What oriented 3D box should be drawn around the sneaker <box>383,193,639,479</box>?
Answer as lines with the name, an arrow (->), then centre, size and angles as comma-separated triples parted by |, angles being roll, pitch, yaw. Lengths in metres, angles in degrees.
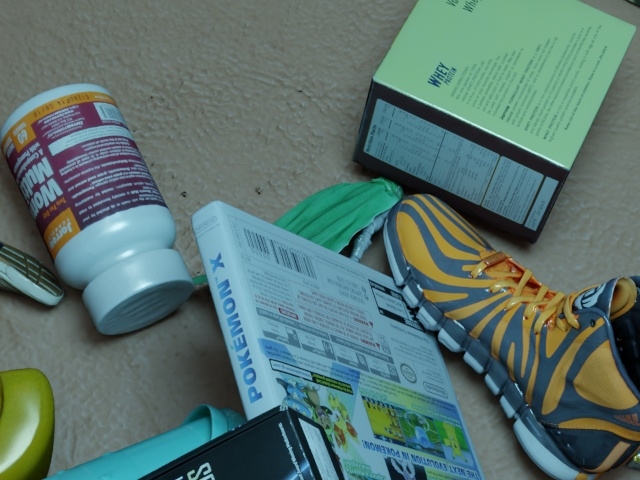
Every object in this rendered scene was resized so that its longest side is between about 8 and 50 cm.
sneaker -> 0.203, 0.054, 1.445 | 0.125, 0.180, 0.321 | -30, 76, -43

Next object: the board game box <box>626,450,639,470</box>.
board game box -> 0.360, 0.157, 1.507 | 0.103, 0.026, 0.154 | 16, 68, 3

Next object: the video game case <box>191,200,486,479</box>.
video game case -> 0.034, 0.138, 1.343 | 0.036, 0.329, 0.300 | -31, 60, 23

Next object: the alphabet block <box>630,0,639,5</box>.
alphabet block -> 0.376, -0.364, 1.635 | 0.197, 0.192, 0.193 | 30, 71, 10

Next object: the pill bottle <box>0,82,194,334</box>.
pill bottle -> -0.211, -0.030, 1.499 | 0.121, 0.121, 0.221 | -24, 71, -12

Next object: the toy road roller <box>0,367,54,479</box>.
toy road roller -> -0.339, 0.231, 1.345 | 0.241, 0.202, 0.329 | -7, 67, -12

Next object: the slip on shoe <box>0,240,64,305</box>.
slip on shoe -> -0.310, 0.029, 1.515 | 0.135, 0.051, 0.041 | 31, 109, 1

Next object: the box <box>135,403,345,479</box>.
box -> -0.042, 0.230, 1.106 | 0.147, 0.077, 0.180 | -28, 64, 11

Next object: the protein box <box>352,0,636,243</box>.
protein box -> 0.168, -0.143, 1.543 | 0.201, 0.136, 0.199 | 25, 58, 7

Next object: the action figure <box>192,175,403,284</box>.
action figure -> 0.000, 0.000, 1.518 | 0.232, 0.063, 0.137 | -37, 34, -30

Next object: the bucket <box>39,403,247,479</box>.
bucket -> -0.108, 0.281, 1.305 | 0.183, 0.281, 0.281 | -25, 71, -20
